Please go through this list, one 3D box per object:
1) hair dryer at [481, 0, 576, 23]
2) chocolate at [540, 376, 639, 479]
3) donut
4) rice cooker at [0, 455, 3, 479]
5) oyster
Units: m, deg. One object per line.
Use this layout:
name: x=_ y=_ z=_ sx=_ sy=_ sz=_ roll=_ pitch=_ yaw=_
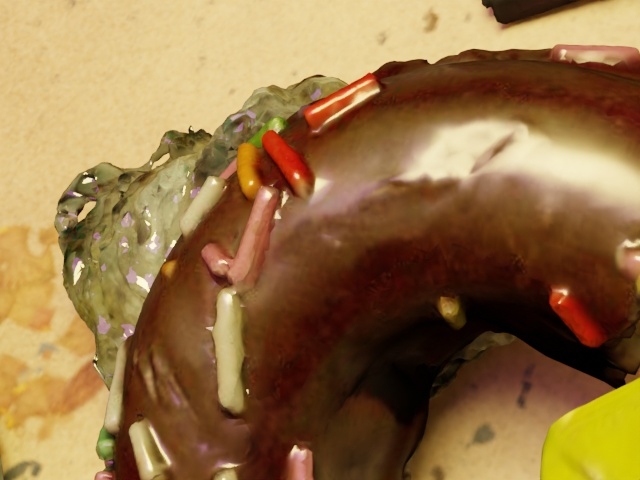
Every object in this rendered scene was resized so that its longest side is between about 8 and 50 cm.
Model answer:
hair dryer: x=0.203 y=-0.162 z=0.721 sx=0.251 sy=0.089 sz=0.197 roll=-13 pitch=64 yaw=26
chocolate: x=0.194 y=0.194 z=0.422 sx=0.137 sy=0.301 sz=0.289 roll=-17 pitch=58 yaw=46
donut: x=0.034 y=0.077 z=0.571 sx=0.259 sy=0.136 sz=0.345 roll=12 pitch=92 yaw=14
rice cooker: x=-0.314 y=0.116 z=0.657 sx=0.264 sy=0.316 sz=0.316 roll=-34 pitch=59 yaw=3
oyster: x=0.000 y=0.000 z=0.697 sx=0.267 sy=0.112 sz=0.198 roll=-19 pitch=61 yaw=8
